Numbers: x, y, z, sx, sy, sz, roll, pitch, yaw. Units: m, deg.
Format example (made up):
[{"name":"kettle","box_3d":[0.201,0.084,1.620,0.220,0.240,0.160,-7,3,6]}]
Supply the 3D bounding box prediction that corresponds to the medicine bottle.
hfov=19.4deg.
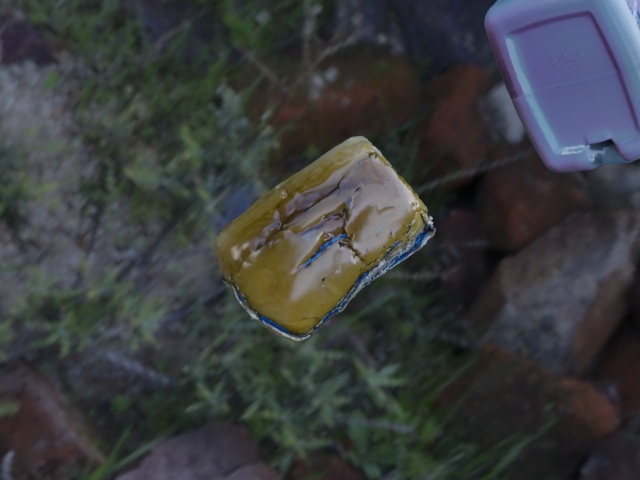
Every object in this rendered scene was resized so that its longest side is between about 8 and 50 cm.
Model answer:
[{"name":"medicine bottle","box_3d":[0.187,-0.134,1.145,0.188,0.094,0.119,-47,118,-48]}]

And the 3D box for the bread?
[{"name":"bread","box_3d":[0.000,0.000,0.953,0.106,0.053,0.072,-38,96,-3]}]
